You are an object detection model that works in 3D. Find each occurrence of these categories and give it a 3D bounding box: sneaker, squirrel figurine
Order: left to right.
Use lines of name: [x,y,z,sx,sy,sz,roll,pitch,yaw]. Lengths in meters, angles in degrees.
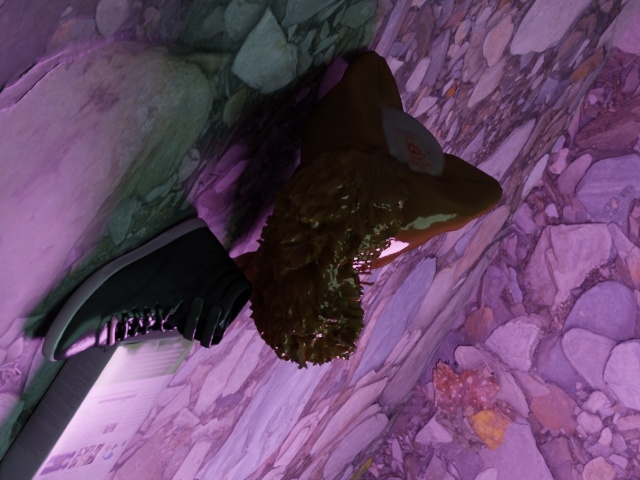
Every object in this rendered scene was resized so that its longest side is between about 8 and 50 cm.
sneaker: [-0.205,0.091,1.739,0.296,0.147,0.104,-36,158,-36]
squirrel figurine: [0.000,0.000,1.888,0.370,0.281,0.397,-45,-178,34]

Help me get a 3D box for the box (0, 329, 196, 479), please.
box: [-0.319,0.246,1.907,0.322,0.058,0.232,-54,162,12]
